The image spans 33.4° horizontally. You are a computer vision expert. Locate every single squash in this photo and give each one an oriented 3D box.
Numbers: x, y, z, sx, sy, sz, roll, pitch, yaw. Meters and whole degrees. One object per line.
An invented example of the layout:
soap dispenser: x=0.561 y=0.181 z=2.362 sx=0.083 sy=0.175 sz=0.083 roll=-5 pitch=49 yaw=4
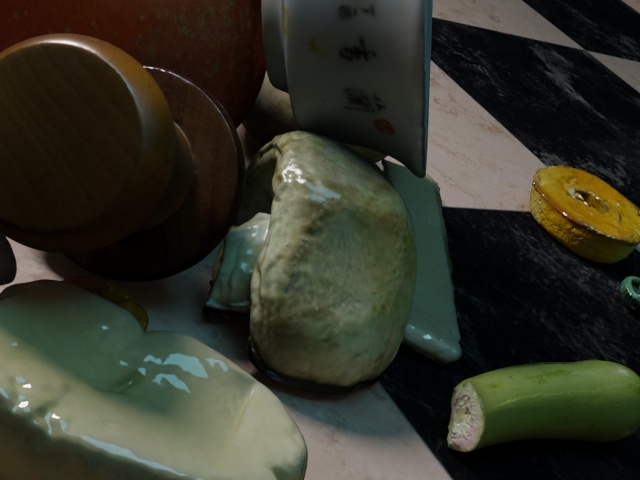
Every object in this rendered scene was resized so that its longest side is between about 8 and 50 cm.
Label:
squash: x=0.221 y=0.157 z=1.024 sx=0.250 sy=0.083 sz=0.083 roll=3 pitch=36 yaw=-35

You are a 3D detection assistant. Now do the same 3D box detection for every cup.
cup: x=0.033 y=-0.239 z=1.084 sx=0.163 sy=0.347 sz=0.347 roll=2 pitch=27 yaw=7

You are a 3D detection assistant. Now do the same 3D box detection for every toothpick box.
toothpick box: x=-0.167 y=-0.062 z=0.852 sx=0.192 sy=0.192 sz=0.294 roll=30 pitch=0 yaw=4

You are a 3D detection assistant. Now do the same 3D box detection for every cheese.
cheese: x=0.110 y=0.009 z=1.228 sx=0.085 sy=0.034 sz=0.400 roll=26 pitch=28 yaw=-13
cheese: x=-0.136 y=0.130 z=0.745 sx=0.263 sy=0.093 sz=0.159 roll=26 pitch=31 yaw=-4

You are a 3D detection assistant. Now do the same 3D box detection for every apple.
apple: x=-0.217 y=-0.238 z=1.096 sx=0.348 sy=0.277 sz=0.348 roll=20 pitch=27 yaw=-11

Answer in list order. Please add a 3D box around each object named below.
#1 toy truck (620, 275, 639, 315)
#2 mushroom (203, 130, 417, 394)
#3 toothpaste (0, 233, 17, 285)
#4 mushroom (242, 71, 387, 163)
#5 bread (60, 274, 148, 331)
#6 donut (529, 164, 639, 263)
toy truck: x=0.526 y=0.061 z=1.376 sx=0.279 sy=0.155 sz=0.156 roll=-3 pitch=48 yaw=-44
mushroom: x=0.007 y=0.004 z=1.003 sx=0.189 sy=0.164 sz=0.267 roll=22 pitch=28 yaw=-8
toothpaste: x=-0.347 y=0.040 z=0.715 sx=0.282 sy=0.068 sz=0.099 roll=-14 pitch=16 yaw=-28
mushroom: x=-0.018 y=-0.179 z=1.306 sx=0.254 sy=0.195 sz=0.189 roll=46 pitch=62 yaw=5
bread: x=-0.180 y=0.065 z=0.863 sx=0.081 sy=0.046 sz=0.083 roll=4 pitch=37 yaw=-34
donut: x=0.368 y=-0.032 z=1.490 sx=0.162 sy=0.065 sz=0.178 roll=4 pitch=37 yaw=-29
